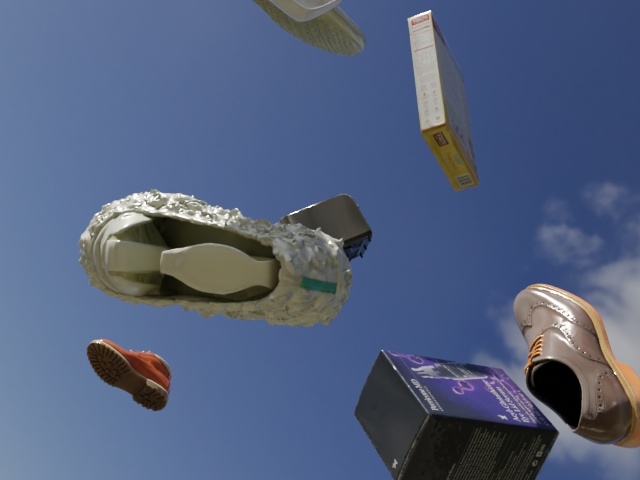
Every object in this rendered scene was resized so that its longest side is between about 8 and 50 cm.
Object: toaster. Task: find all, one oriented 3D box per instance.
[{"bbox_3d":[0.000,0.000,1.758,0.168,0.186,0.110,103,-36,-74],"label":"toaster"}]

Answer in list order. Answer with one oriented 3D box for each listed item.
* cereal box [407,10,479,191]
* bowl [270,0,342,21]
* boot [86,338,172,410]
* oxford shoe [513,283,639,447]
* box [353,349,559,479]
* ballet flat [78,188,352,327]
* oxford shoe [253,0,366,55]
[{"bbox_3d":[0.196,-0.222,1.392,0.047,0.240,0.173,-16,-36,20],"label":"cereal box"},{"bbox_3d":[-0.035,-0.436,1.515,0.142,0.142,0.053,40,-40,13],"label":"bowl"},{"bbox_3d":[-0.308,0.203,1.424,0.059,0.084,0.158,-38,-69,27],"label":"boot"},{"bbox_3d":[0.382,0.180,1.397,0.363,0.133,0.129,-118,-141,-58],"label":"oxford shoe"},{"bbox_3d":[0.172,0.237,1.138,0.108,0.207,0.153,-69,-152,18],"label":"box"},{"bbox_3d":[-0.157,0.015,0.999,0.409,0.147,0.147,5,-54,32],"label":"ballet flat"},{"bbox_3d":[-0.070,-0.523,1.747,0.449,0.130,0.169,32,-20,-30],"label":"oxford shoe"}]
